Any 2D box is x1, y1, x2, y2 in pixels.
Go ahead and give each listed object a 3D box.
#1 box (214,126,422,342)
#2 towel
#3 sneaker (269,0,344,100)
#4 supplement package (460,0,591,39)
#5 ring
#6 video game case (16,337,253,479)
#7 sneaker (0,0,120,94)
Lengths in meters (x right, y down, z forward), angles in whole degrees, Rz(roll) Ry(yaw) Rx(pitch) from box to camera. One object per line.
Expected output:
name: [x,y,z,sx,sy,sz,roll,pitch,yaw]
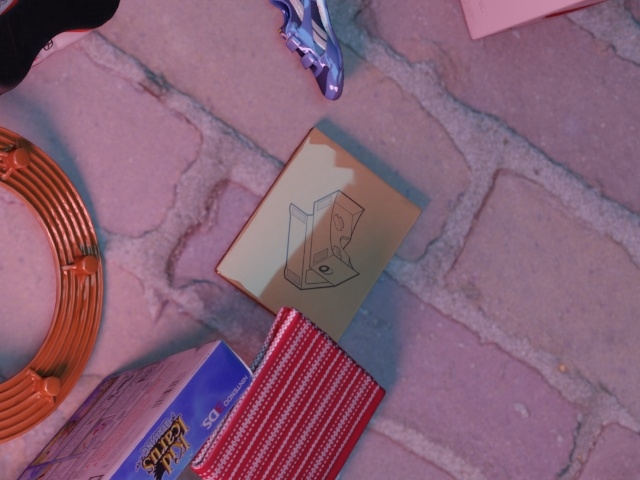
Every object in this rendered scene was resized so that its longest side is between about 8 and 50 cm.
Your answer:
box: [0.000,0.000,1.911,0.164,0.021,0.201,37,77,-14]
towel: [-0.030,0.198,1.798,0.199,0.031,0.275,-60,149,-10]
sneaker: [-0.014,-0.222,1.898,0.059,0.053,0.144,-17,85,-19]
supplement package: [0.275,-0.343,1.869,0.177,0.293,0.175,-17,93,-17]
ring: [-0.350,0.043,1.714,0.337,0.032,0.336,6,81,-43]
video game case: [-0.217,0.227,1.676,0.061,0.244,0.269,50,55,-15]
sneaker: [-0.330,-0.217,1.773,0.090,0.145,0.270,61,37,-19]
